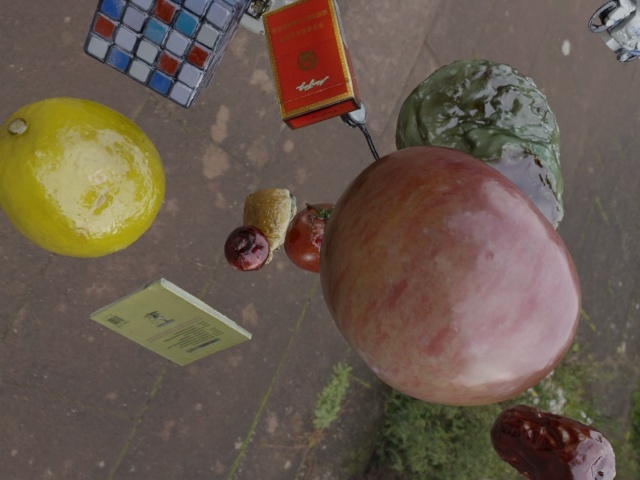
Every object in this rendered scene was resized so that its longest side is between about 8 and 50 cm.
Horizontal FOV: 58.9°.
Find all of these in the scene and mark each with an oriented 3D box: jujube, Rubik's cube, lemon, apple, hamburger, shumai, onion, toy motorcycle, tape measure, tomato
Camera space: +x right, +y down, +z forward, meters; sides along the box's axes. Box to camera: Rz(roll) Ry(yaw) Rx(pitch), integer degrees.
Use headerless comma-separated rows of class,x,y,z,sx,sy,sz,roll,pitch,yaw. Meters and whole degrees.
jujube,0.447,0.407,1.109,0.155,0.230,0.155,-14,113,-37
Rubik's cube,-0.367,-0.554,1.414,0.286,0.293,0.292,28,30,-13
lemon,-0.500,-0.131,1.183,0.347,0.347,0.348,-8,102,-44
apple,0.146,0.051,0.723,0.269,0.345,0.345,-40,126,-1
hamburger,-0.158,-0.047,1.683,0.135,0.155,0.208,26,66,-28
shumai,0.328,-0.124,1.110,0.323,0.324,0.398,-91,159,-48
onion,-0.202,0.024,1.556,0.131,0.131,0.131,-8,102,-44
toy motorcycle,0.557,-0.385,0.971,0.221,0.150,0.102,10,48,-43
tape measure,-0.169,-0.766,1.746,0.258,0.265,0.130,14,52,-27
tomato,0.000,0.000,1.246,0.167,0.167,0.167,-8,102,-44

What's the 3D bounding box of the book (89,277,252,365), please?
book,-0.233,0.135,0.890,0.192,0.168,0.013,41,36,-37

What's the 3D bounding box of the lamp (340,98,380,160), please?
lamp,0.121,-0.143,1.265,0.371,0.108,0.130,46,50,-29

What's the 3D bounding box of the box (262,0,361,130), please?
box,-0.019,-0.357,1.125,0.074,0.153,0.240,37,40,-73
